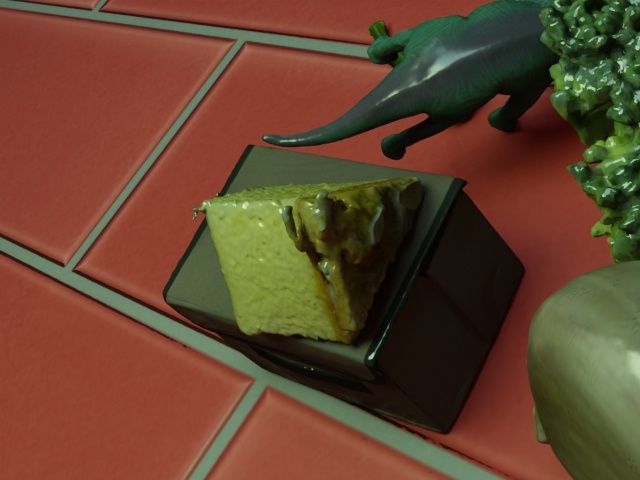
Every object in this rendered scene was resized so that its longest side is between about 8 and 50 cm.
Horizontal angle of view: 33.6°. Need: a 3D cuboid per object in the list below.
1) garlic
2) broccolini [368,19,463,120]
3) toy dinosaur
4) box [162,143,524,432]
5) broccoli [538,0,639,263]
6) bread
[{"bbox_3d":[0.223,0.163,0.611,0.246,0.231,0.340,-29,42,30],"label":"garlic"},{"bbox_3d":[0.105,-0.193,1.168,0.054,0.051,0.239,-43,33,8],"label":"broccolini"},{"bbox_3d":[0.162,-0.171,0.882,0.383,0.129,0.331,-20,-2,-17],"label":"toy dinosaur"},{"bbox_3d":[0.023,0.037,0.943,0.252,0.153,0.188,9,63,42],"label":"box"},{"bbox_3d":[0.270,-0.051,0.769,0.248,0.245,0.288,-14,71,-15],"label":"broccoli"},{"bbox_3d":[0.000,0.000,0.835,0.147,0.127,0.152,0,24,38],"label":"bread"}]
